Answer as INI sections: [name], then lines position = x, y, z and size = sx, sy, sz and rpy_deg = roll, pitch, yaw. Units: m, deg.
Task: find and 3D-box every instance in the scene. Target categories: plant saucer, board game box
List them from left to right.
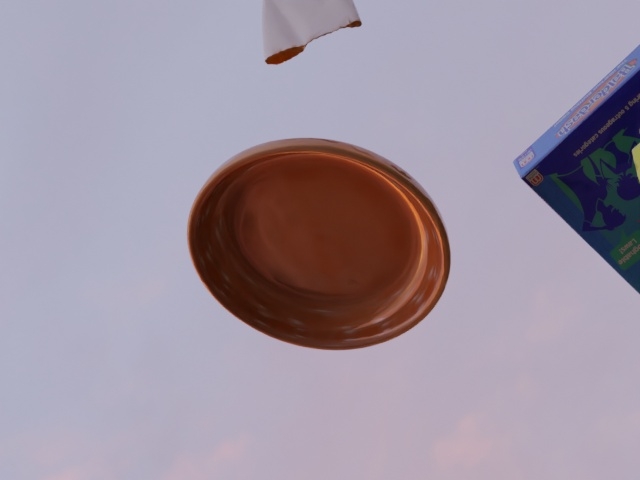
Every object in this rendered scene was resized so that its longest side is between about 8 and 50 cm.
[plant saucer]
position = 0.000, 0.000, 1.007
size = 0.200, 0.037, 0.200
rpy_deg = 5, -49, 6
[board game box]
position = 0.278, -0.038, 1.016
size = 0.210, 0.047, 0.160
rpy_deg = 41, -75, -15

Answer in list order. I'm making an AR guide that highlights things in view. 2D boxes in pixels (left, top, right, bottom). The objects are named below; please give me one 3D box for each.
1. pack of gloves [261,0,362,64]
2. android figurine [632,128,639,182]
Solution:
[pack of gloves]
position = 0.044, -0.234, 1.098
size = 0.195, 0.232, 0.046
rpy_deg = -20, -49, 12
[android figurine]
position = 0.248, -0.002, 0.596
size = 0.248, 0.273, 0.056
rpy_deg = -23, -13, -34
